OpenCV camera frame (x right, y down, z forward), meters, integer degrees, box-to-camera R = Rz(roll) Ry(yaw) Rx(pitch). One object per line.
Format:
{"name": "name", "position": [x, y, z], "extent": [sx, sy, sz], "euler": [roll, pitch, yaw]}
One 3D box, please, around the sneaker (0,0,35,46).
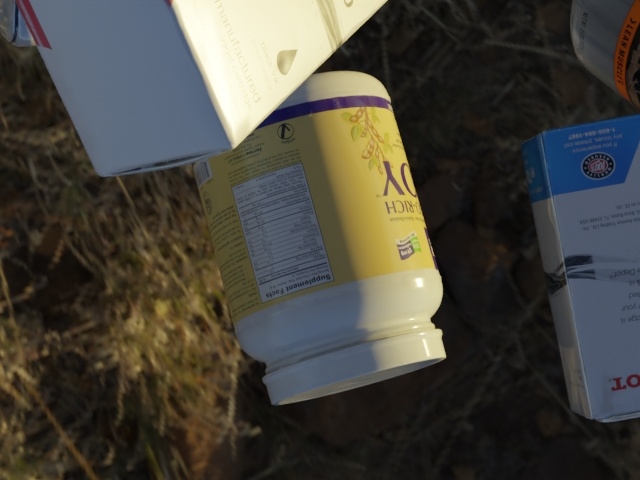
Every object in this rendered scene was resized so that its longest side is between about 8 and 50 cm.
{"name": "sneaker", "position": [-0.356, -0.275, 1.539], "extent": [0.091, 0.258, 0.094], "euler": [-4, 123, -26]}

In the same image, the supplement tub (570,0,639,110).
{"name": "supplement tub", "position": [0.406, -0.159, 1.333], "extent": [0.207, 0.338, 0.207], "euler": [-27, 141, -24]}

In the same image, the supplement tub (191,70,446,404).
{"name": "supplement tub", "position": [0.000, 0.000, 1.660], "extent": [0.241, 0.241, 0.331], "euler": [-13, 81, -16]}

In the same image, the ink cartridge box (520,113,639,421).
{"name": "ink cartridge box", "position": [0.221, 0.012, 0.974], "extent": [0.139, 0.082, 0.191], "euler": [-10, 90, -4]}

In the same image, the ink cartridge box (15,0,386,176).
{"name": "ink cartridge box", "position": [-0.058, -0.155, 0.768], "extent": [0.092, 0.218, 0.159], "euler": [-9, 116, 31]}
